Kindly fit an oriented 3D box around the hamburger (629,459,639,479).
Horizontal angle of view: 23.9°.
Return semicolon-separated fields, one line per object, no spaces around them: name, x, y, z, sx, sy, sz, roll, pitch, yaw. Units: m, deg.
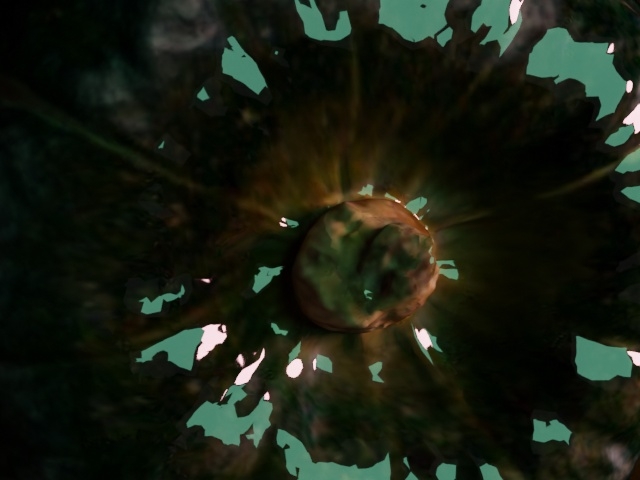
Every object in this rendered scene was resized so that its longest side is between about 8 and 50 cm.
hamburger;0.165;0.089;0.718;0.102;0.176;0.087;4;43;-8

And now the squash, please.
squash;0.000;0.000;0.482;0.252;0.165;0.252;-3;107;-11
